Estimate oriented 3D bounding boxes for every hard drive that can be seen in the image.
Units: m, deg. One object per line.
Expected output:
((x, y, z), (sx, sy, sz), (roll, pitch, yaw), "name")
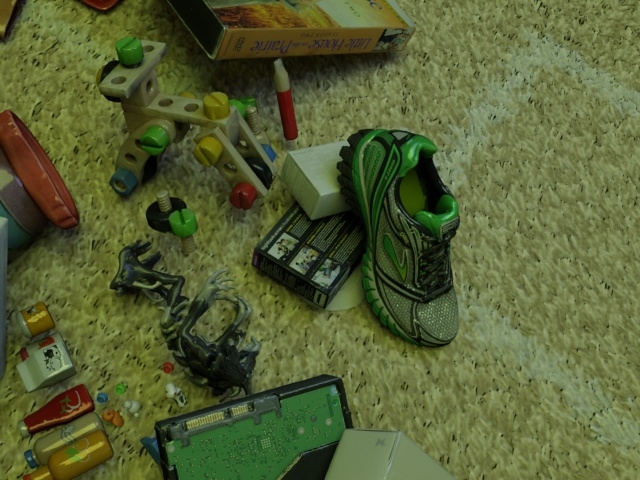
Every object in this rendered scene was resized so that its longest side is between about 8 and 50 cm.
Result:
((-0.053, 0.357, 0.888), (0.237, 0.064, 0.338), (-13, 91, -23), "hard drive")

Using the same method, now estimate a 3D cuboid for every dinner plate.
((0.019, 0.041, 1.130), (0.141, 0.017, 0.141), (4, 66, -10), "dinner plate")

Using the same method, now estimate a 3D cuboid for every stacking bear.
((-0.500, -0.029, 0.991), (0.289, 0.164, 0.175), (-30, 100, -10), "stacking bear")

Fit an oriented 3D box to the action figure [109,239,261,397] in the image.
((-0.160, 0.108, 0.994), (0.276, 0.164, 0.141), (42, 72, 14), "action figure")

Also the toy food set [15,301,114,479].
((-0.359, 0.204, 0.939), (0.104, 0.111, 0.232), (-26, 73, -19), "toy food set")

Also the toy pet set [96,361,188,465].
((-0.227, 0.240, 0.953), (0.122, 0.065, 0.114), (-27, 104, 13), "toy pet set")

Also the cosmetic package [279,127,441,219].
((0.064, -0.108, 1.136), (0.239, 0.060, 0.099), (-16, 57, -32), "cosmetic package")

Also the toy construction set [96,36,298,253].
((-0.171, -0.190, 1.042), (0.257, 0.237, 0.309), (28, 51, 36), "toy construction set")

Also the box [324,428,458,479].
((0.124, 0.346, 0.898), (0.275, 0.094, 0.113), (46, 53, -29), "box")

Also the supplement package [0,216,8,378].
((-0.501, 0.090, 0.862), (0.204, 0.261, 0.145), (15, 33, -4), "supplement package")

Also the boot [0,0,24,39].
((-0.640, -0.380, 1.168), (0.280, 0.096, 0.264), (21, 58, -9), "boot")

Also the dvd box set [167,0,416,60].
((-0.073, -0.419, 1.173), (0.420, 0.062, 0.307), (-15, 62, -42), "dvd box set")

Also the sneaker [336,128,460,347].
((0.133, 0.008, 1.039), (0.134, 0.146, 0.343), (-32, 113, -30), "sneaker")

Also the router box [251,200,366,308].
((0.000, 0.000, 1.104), (0.133, 0.046, 0.179), (31, 55, 11), "router box")

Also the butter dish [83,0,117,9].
((-0.386, -0.499, 1.228), (0.160, 0.118, 0.160), (32, 66, 3), "butter dish")
